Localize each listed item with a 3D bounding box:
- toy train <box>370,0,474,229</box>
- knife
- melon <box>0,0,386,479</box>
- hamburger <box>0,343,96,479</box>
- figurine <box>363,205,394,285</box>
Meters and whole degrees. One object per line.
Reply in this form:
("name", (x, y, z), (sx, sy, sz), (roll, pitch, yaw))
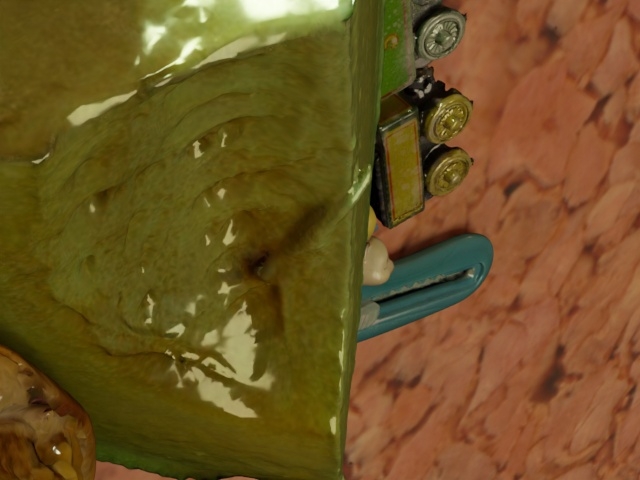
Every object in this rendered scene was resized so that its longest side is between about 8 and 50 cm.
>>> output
("toy train", (0.036, -0.089, 1.004), (0.081, 0.060, 0.202), (-30, 141, -20))
("knife", (0.033, 0.033, 1.131), (0.222, 0.031, 0.064), (-14, 127, -44))
("melon", (-0.071, -0.015, 0.813), (0.331, 0.226, 0.343), (-41, 158, -22))
("hamburger", (-0.232, 0.148, 0.758), (0.314, 0.170, 0.290), (-23, 148, 1))
("figurine", (0.000, 0.000, 1.033), (0.083, 0.047, 0.051), (-5, 122, -10))
